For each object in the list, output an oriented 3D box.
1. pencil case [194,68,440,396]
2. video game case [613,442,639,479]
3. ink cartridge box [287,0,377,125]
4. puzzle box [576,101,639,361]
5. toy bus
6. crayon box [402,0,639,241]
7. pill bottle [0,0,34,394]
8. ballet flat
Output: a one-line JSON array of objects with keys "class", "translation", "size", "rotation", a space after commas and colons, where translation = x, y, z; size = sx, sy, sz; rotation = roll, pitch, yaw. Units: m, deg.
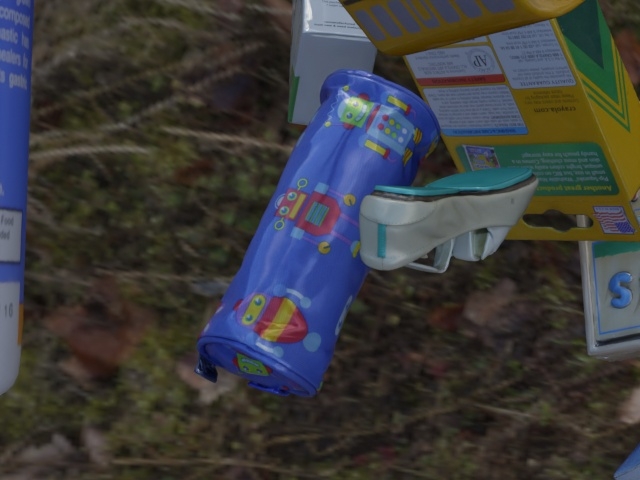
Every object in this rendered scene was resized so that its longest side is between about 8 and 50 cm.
[{"class": "pencil case", "translation": [0.000, 0.000, 1.610], "size": [0.119, 0.133, 0.306], "rotation": [20, 70, 17]}, {"class": "video game case", "translation": [0.401, 0.169, 1.393], "size": [0.244, 0.061, 0.269], "rotation": [44, 67, 1]}, {"class": "ink cartridge box", "translation": [0.014, -0.253, 2.026], "size": [0.087, 0.153, 0.208], "rotation": [5, 51, -5]}, {"class": "puzzle box", "translation": [0.446, -0.039, 1.850], "size": [0.409, 0.052, 0.272], "rotation": [-16, 70, 38]}, {"class": "toy bus", "translation": [0.091, -0.194, 1.055], "size": [0.108, 0.332, 0.130], "rotation": [-40, 101, -12]}, {"class": "crayon box", "translation": [0.211, -0.147, 1.833], "size": [0.203, 0.323, 0.083], "rotation": [1, 40, 41]}, {"class": "pill bottle", "translation": [-0.173, -0.084, 0.611], "size": [0.152, 0.152, 0.272], "rotation": [2, 89, 28]}, {"class": "ballet flat", "translation": [0.110, -0.015, 1.534], "size": [0.086, 0.248, 0.086], "rotation": [5, 99, 35]}]
